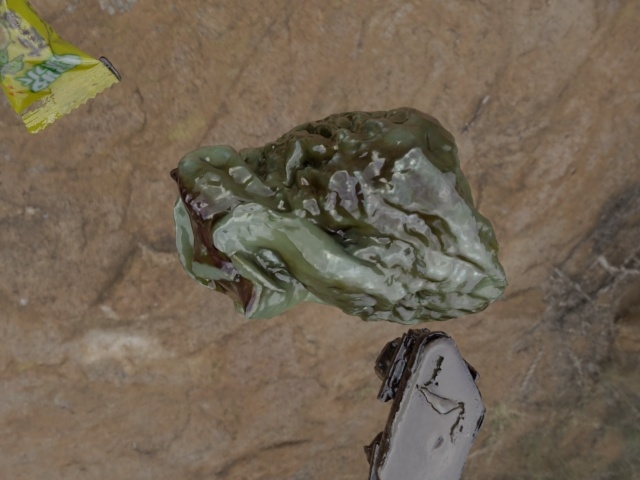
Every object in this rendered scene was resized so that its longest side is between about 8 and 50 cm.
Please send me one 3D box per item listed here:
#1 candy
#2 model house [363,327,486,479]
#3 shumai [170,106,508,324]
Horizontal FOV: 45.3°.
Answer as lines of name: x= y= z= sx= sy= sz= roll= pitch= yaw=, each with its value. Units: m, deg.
candy: x=-0.451 y=-0.299 z=1.096 sx=0.187 sy=0.081 sz=0.297 roll=-26 pitch=122 yaw=21
model house: x=0.102 y=0.197 z=0.894 sx=0.141 sy=0.164 sz=0.203 roll=26 pitch=89 yaw=-22
shumai: x=0.002 y=-0.001 z=0.605 sx=0.218 sy=0.256 sz=0.189 roll=-18 pitch=97 yaw=-16
